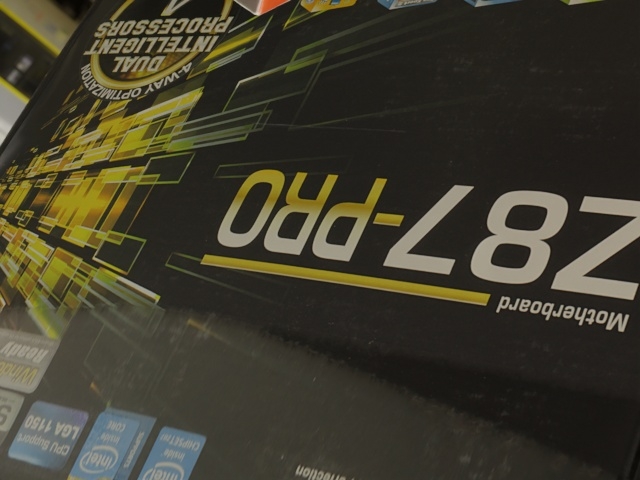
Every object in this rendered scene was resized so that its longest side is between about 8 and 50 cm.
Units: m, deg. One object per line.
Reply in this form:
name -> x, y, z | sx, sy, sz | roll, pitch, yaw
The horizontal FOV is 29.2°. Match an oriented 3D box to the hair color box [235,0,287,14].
hair color box -> -0.002, -0.137, 0.393 | 0.093, 0.053, 0.167 | 34, -139, 14

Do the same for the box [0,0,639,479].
box -> 0.000, 0.000, 0.552 | 0.395, 0.318, 0.097 | 8, 152, 37
